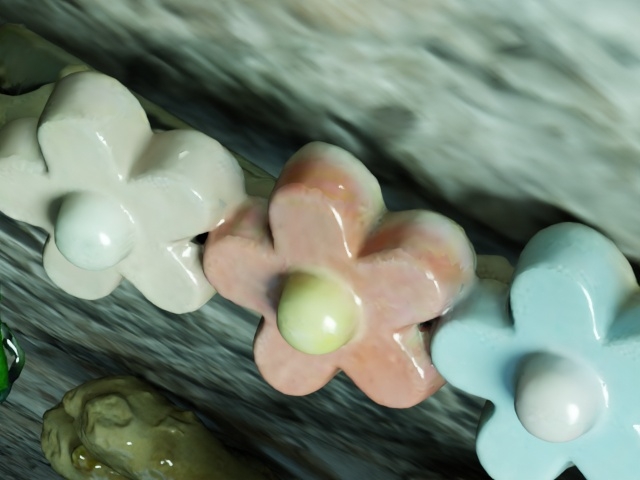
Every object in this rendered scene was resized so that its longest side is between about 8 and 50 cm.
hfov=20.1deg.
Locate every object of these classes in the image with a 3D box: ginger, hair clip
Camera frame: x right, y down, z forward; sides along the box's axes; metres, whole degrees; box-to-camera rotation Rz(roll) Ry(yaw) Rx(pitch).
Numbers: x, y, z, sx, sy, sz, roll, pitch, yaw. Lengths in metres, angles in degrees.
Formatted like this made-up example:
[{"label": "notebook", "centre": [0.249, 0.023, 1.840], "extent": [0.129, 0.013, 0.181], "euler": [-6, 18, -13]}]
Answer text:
[{"label": "ginger", "centre": [-0.081, 0.121, 0.894], "extent": [0.149, 0.065, 0.259], "euler": [41, 158, -14]}, {"label": "hair clip", "centre": [-0.004, 0.003, 0.360], "extent": [0.214, 0.056, 0.062], "euler": [26, 132, 23]}]

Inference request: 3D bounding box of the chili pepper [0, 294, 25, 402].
[{"label": "chili pepper", "centre": [-0.103, -0.023, 0.334], "extent": [0.098, 0.061, 0.224], "euler": [35, 150, 19]}]
